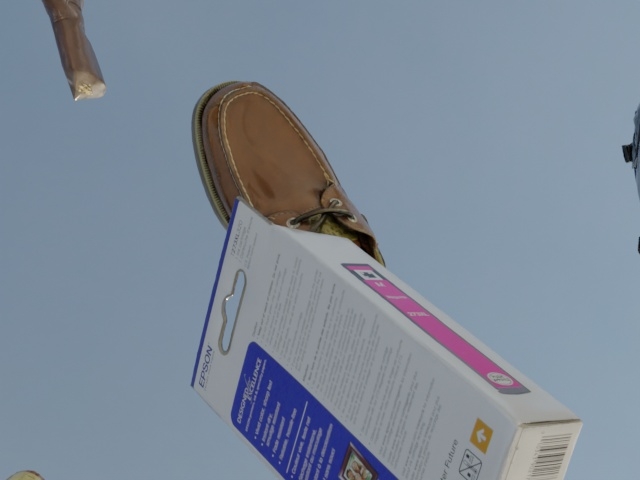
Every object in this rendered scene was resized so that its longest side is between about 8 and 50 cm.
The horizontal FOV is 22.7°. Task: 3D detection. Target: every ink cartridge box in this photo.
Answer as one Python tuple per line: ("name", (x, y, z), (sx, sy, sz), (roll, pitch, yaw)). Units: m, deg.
("ink cartridge box", (0.029, 0.118, 1.160), (0.069, 0.371, 0.175), (0, -65, -37))

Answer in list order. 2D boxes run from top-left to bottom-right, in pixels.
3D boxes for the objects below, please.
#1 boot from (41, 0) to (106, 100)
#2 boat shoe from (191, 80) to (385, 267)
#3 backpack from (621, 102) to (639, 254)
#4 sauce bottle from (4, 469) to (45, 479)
("boot", (-0.209, -0.175, 1.287), (0.106, 0.037, 0.114), (42, -147, -65))
("boat shoe", (0.000, 0.000, 1.325), (0.111, 0.104, 0.307), (-32, -82, -22))
("backpack", (0.214, -0.058, 0.866), (0.114, 0.084, 0.105), (87, -177, -45))
("sauce bottle", (-0.260, 0.223, 1.297), (0.128, 0.042, 0.042), (-39, -67, -73))
